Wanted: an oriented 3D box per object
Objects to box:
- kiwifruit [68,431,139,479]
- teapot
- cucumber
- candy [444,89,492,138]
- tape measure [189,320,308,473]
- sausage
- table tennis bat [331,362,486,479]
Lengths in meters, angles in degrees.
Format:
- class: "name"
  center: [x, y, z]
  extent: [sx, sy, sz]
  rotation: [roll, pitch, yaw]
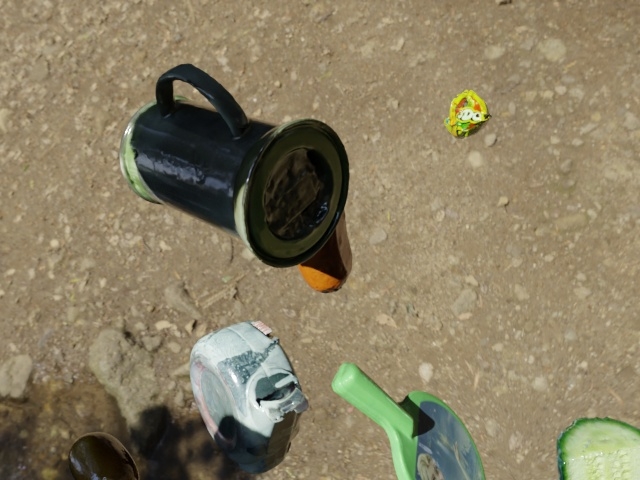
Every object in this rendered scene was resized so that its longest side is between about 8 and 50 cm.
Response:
- class: "kiwifruit"
  center: [-0.285, 0.302, 0.707]
  extent: [0.124, 0.075, 0.075]
  rotation: [31, 80, 43]
- class: "teapot"
  center: [-0.154, -0.126, 0.782]
  extent: [0.336, 0.271, 0.200]
  rotation: [21, 57, 37]
- class: "cucumber"
  center: [0.358, 0.290, 0.693]
  extent: [0.116, 0.115, 0.062]
  rotation: [-15, 28, 4]
- class: "candy"
  center: [0.291, -0.234, 1.008]
  extent: [0.073, 0.262, 0.077]
  rotation: [45, 117, 10]
- class: "tape measure"
  center: [-0.137, 0.294, 1.031]
  extent: [0.147, 0.256, 0.275]
  rotation: [-16, 46, -34]
- class: "sausage"
  center: [-0.003, 0.000, 1.201]
  extent: [0.133, 0.259, 0.133]
  rotation: [-8, 26, 4]
- class: "table tennis bat"
  center: [0.113, 0.233, 0.635]
  extent: [0.039, 0.257, 0.160]
  rotation: [-39, 16, 35]
